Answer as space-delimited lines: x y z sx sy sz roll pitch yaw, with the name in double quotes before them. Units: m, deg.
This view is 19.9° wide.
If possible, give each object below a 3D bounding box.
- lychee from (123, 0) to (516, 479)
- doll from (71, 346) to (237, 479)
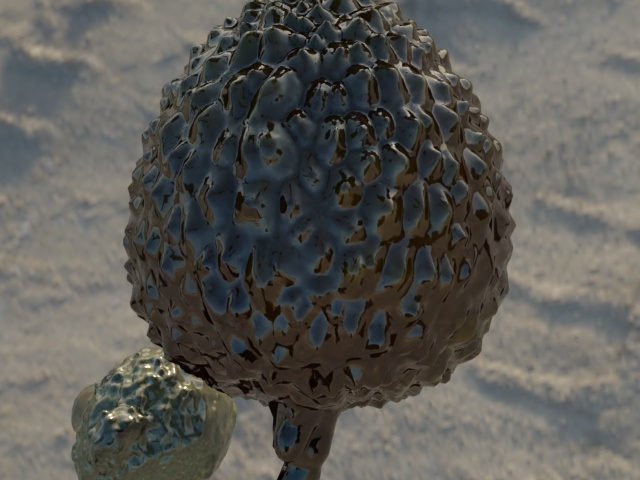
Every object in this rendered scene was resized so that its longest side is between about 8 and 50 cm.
"lychee" 0.000 0.000 0.842 0.200 0.200 0.238 0 87 17
"doll" -0.129 0.186 1.041 0.091 0.286 0.202 32 48 18
